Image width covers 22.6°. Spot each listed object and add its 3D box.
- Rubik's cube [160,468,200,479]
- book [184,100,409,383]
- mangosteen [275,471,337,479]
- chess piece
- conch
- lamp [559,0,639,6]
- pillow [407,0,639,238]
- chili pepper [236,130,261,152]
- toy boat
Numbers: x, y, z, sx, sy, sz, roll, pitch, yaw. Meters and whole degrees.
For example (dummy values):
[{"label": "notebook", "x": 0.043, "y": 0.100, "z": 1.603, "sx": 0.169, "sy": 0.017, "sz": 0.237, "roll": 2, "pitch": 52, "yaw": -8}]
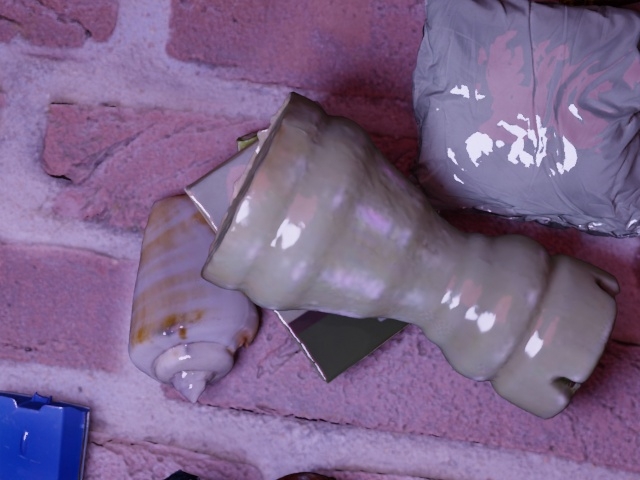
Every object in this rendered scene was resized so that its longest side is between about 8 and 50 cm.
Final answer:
[{"label": "Rubik's cube", "x": -0.202, "y": 0.430, "z": 1.805, "sx": 0.250, "sy": 0.246, "sz": 0.248, "roll": -30, "pitch": 83, "yaw": -17}, {"label": "book", "x": 0.000, "y": 0.000, "z": 1.909, "sx": 0.201, "sy": 0.026, "sz": 0.289, "roll": -35, "pitch": 88, "yaw": -11}, {"label": "mangosteen", "x": -0.014, "y": 0.362, "z": 1.878, "sx": 0.145, "sy": 0.156, "sz": 0.181, "roll": 0, "pitch": 116, "yaw": -16}, {"label": "chess piece", "x": 0.109, "y": 0.027, "z": 1.802, "sx": 0.442, "sy": 0.234, "sz": 0.234, "roll": 25, "pitch": 90, "yaw": -6}, {"label": "conch", "x": -0.165, "y": 0.068, "z": 1.919, "sx": 0.158, "sy": 0.127, "sz": 0.255, "roll": -15, "pitch": 83, "yaw": 8}, {"label": "lamp", "x": 0.345, "y": -0.353, "z": 1.870, "sx": 0.156, "sy": 0.135, "sz": 0.157, "roll": -7, "pitch": 83, "yaw": 8}, {"label": "pillow", "x": 0.252, "y": -0.145, "z": 1.871, "sx": 0.309, "sy": 0.138, "sz": 0.284, "roll": 10, "pitch": 96, "yaw": 11}, {"label": "chili pepper", "x": -0.067, "y": -0.034, "z": 1.950, "sx": 0.050, "sy": 0.052, "sz": 0.202, "roll": -15, "pitch": 84, "yaw": 37}, {"label": "toy boat", "x": -0.360, "y": 0.331, "z": 1.956, "sx": 0.129, "sy": 0.088, "sz": 0.295, "roll": 9, "pitch": 98, "yaw": 9}]
